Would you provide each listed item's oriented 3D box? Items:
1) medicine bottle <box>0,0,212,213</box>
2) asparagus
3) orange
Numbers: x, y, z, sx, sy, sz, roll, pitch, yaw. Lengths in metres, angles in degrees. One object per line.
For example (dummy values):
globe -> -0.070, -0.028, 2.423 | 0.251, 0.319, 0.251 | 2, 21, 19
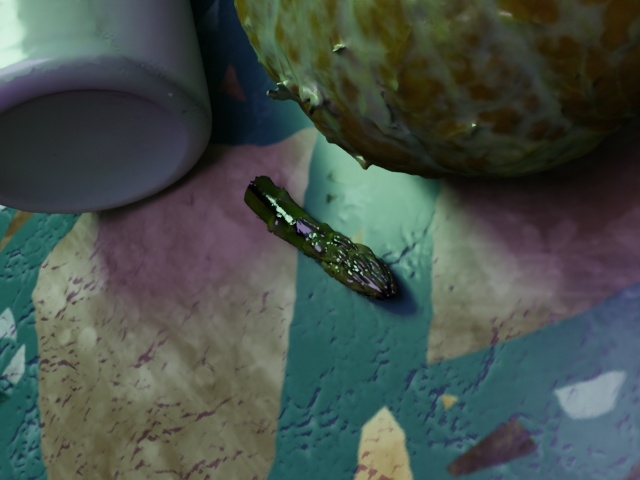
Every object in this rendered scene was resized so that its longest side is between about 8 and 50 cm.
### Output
medicine bottle -> -0.232, -0.236, 0.785 | 0.219, 0.219, 0.388 | -26, 64, 22
asparagus -> 0.000, 0.000, 0.678 | 0.165, 0.030, 0.036 | 35, 83, 35
orange -> 0.094, -0.199, 0.553 | 0.329, 0.249, 0.329 | -8, 75, 33
